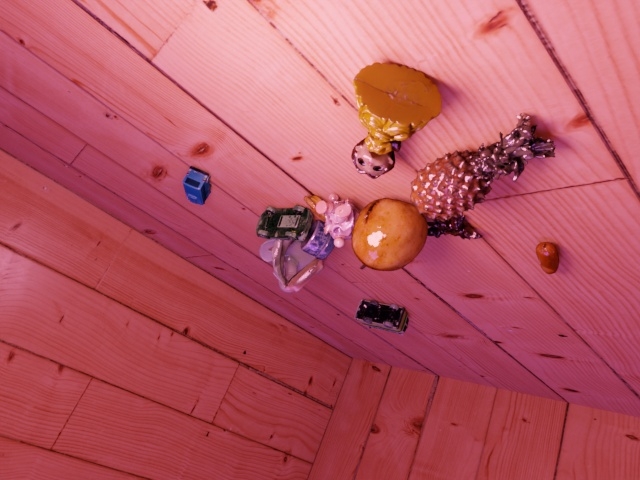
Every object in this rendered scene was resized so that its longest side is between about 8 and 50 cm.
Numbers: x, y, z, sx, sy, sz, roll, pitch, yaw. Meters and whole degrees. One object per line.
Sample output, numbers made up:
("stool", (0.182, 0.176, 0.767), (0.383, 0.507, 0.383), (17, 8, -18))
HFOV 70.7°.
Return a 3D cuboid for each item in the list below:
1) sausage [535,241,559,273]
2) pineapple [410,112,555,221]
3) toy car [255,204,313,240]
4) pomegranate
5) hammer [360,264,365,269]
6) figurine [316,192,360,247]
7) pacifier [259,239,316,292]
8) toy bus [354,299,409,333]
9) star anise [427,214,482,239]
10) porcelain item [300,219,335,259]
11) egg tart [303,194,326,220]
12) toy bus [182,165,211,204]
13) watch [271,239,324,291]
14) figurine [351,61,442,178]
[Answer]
("sausage", (0.702, 0.054, 1.390), (0.183, 0.054, 0.062), (45, -177, -46))
("pineapple", (0.374, -0.169, 1.095), (0.175, 0.175, 0.361), (30, 149, -14))
("toy car", (-0.141, -0.061, 1.890), (0.306, 0.136, 0.125), (0, 157, 45))
("pomegranate", (0.223, -0.018, 1.472), (0.261, 0.260, 0.260), (21, 158, 9))
("hammer", (0.213, 0.107, 2.072), (0.062, 0.017, 0.182), (24, 160, 0))
("figurine", (0.074, -0.079, 1.575), (0.133, 0.200, 0.276), (-10, 167, 11))
("pacifier", (-0.130, 0.124, 2.150), (0.288, 0.269, 0.343), (-25, 136, 31))
("toy bus", (0.349, 0.432, 2.521), (0.276, 0.133, 0.164), (6, 152, 38))
("star anise", (0.414, -0.048, 1.451), (0.213, 0.053, 0.157), (13, 157, 31))
("porcelain item", (0.000, 0.000, 1.864), (0.114, 0.147, 0.147), (29, 158, -14))
("egg tart", (-0.009, -0.127, 1.685), (0.129, 0.049, 0.129), (46, 176, 4))
("toy bus", (-0.530, -0.229, 1.938), (0.090, 0.106, 0.184), (22, 159, -2))
("watch", (-0.109, 0.073, 1.988), (0.241, 0.253, 0.162), (47, 177, 1))
("figurine", (0.149, -0.251, 1.092), (0.188, 0.167, 0.315), (-2, 158, -7))
